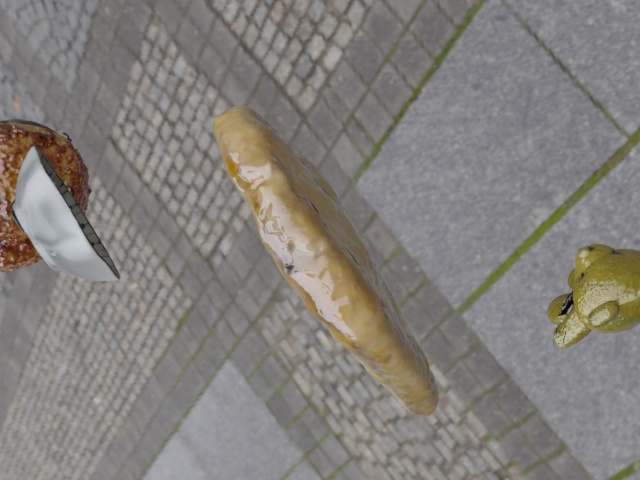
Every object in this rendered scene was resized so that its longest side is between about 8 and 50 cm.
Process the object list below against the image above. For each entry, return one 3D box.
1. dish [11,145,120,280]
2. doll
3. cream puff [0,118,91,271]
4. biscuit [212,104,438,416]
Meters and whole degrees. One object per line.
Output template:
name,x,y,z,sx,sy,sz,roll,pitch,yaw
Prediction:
dish,-0.318,-0.017,1.253,0.191,0.066,0.191,57,173,11
doll,0.297,0.050,1.136,0.097,0.137,0.209,49,167,-3
cream puff,-0.424,-0.055,1.411,0.164,0.240,0.240,-123,30,-46
biscuit,0.001,-0.001,1.410,0.429,0.104,0.446,61,-176,32
